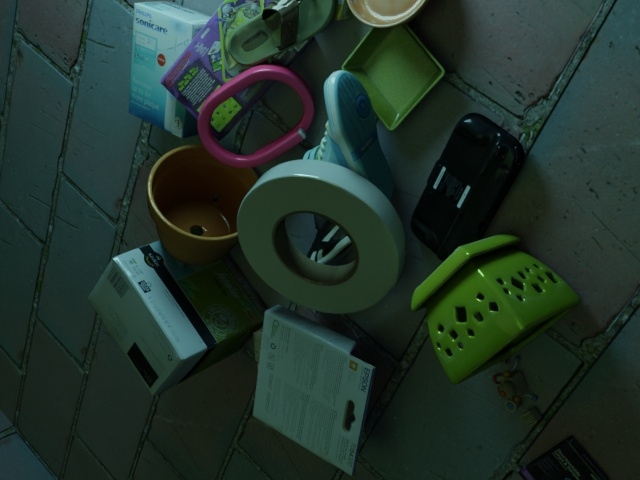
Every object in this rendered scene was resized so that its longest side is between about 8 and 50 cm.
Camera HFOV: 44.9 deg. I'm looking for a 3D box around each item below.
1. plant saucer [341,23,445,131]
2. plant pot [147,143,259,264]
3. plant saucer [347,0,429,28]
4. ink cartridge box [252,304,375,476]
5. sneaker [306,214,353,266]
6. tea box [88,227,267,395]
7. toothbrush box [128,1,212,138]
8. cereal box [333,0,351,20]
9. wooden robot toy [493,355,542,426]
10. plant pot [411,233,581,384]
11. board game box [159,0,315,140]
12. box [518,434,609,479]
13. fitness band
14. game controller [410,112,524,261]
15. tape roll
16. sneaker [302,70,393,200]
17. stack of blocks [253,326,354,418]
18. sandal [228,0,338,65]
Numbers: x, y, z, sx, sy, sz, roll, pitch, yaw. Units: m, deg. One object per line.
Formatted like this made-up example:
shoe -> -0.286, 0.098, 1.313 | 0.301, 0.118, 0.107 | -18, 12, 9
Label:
plant saucer -> 0.159, -0.359, 1.627 | 0.188, 0.045, 0.188 | 54, 131, 12
plant pot -> -0.305, -0.070, 1.984 | 0.291, 0.290, 0.203 | 49, 146, 16
plant saucer -> 0.145, -0.519, 1.550 | 0.199, 0.037, 0.200 | -3, 85, 30
ink cartridge box -> -0.012, 0.363, 1.897 | 0.330, 0.071, 0.324 | 23, 118, 28
sneaker -> 0.006, -0.001, 1.874 | 0.217, 0.079, 0.121 | -40, 68, 41
tea box -> -0.377, 0.179, 2.084 | 0.329, 0.323, 0.220 | 53, 132, 12
toothbrush box -> -0.370, -0.441, 1.990 | 0.216, 0.126, 0.296 | 28, 120, 29
cereal box -> 0.014, -0.615, 1.655 | 0.173, 0.047, 0.240 | 32, 123, 26
wooden robot toy -> 0.399, 0.321, 1.647 | 0.076, 0.079, 0.173 | -24, 89, 42
plant pot -> 0.333, 0.122, 1.542 | 0.207, 0.227, 0.228 | 55, 132, 19
board game box -> -0.200, -0.422, 1.815 | 0.208, 0.056, 0.347 | 43, 118, -10
box -> 0.514, 0.501, 1.648 | 0.116, 0.029, 0.162 | 50, 129, 15
fitness band -> -0.151, -0.287, 1.814 | 0.290, 0.054, 0.209 | -29, 118, 20
game controller -> 0.295, -0.101, 1.607 | 0.166, 0.067, 0.319 | 49, 131, 34
tape roll -> 0.000, 0.000, 1.740 | 0.391, 0.072, 0.392 | 14, 130, 17
sneaker -> 0.023, -0.214, 1.706 | 0.208, 0.127, 0.319 | 6, 124, 41
stack of blocks -> -0.033, 0.332, 2.008 | 0.297, 0.087, 0.171 | 12, 113, 37
sandal -> -0.085, -0.468, 1.681 | 0.302, 0.086, 0.120 | -30, 96, 29
